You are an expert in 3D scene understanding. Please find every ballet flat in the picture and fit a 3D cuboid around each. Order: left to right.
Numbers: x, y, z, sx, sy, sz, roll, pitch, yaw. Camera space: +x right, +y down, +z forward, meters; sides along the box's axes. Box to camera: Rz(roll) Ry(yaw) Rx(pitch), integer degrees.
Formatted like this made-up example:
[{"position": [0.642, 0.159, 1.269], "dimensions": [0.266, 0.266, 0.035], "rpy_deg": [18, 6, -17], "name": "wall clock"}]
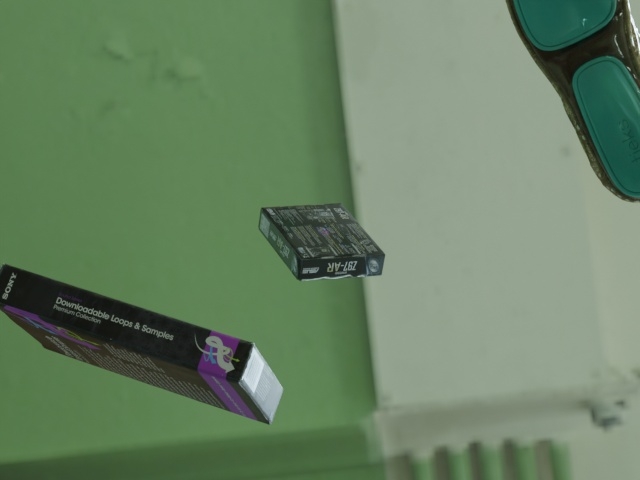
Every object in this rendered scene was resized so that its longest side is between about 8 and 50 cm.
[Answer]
[{"position": [0.161, -0.121, 0.971], "dimensions": [0.067, 0.073, 0.206], "rpy_deg": [-56, 126, -73], "name": "ballet flat"}]

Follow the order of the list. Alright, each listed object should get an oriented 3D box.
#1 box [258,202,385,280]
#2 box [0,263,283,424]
[{"position": [0.000, 0.000, 1.164], "dimensions": [0.083, 0.067, 0.018], "rpy_deg": [-130, -137, -53], "name": "box"}, {"position": [-0.109, 0.063, 0.969], "dimensions": [0.116, 0.162, 0.029], "rpy_deg": [69, 39, -71], "name": "box"}]
